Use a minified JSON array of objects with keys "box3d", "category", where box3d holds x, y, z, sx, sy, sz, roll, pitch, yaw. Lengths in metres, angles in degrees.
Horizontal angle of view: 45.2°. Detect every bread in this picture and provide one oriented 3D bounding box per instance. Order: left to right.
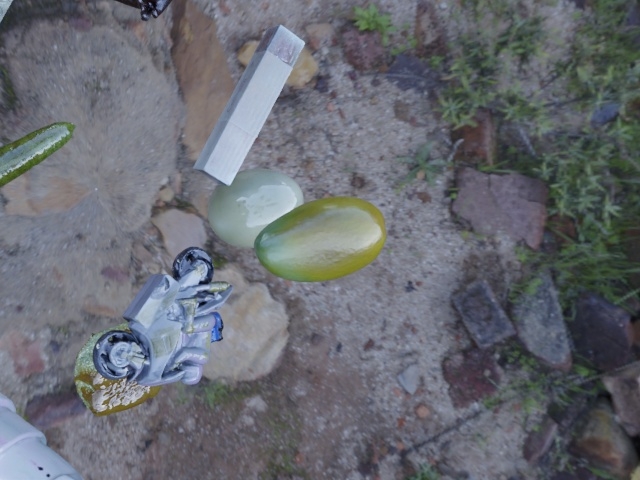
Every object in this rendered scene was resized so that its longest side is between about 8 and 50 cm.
[{"box3d":[-0.302,0.189,1.168,0.140,0.069,0.127,-16,115,-42],"category":"bread"}]

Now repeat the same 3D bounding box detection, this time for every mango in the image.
[{"box3d":[0.000,0.000,1.118,0.195,0.092,0.130,-7,127,-12],"category":"mango"}]

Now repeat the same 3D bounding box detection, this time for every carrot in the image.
[{"box3d":[-0.592,-0.118,1.361,0.359,0.074,0.074,-37,103,-22],"category":"carrot"}]

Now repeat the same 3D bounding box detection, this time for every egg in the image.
[{"box3d":[-0.154,-0.080,1.841,0.254,0.188,0.188,-18,101,29],"category":"egg"}]

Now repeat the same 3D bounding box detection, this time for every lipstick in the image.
[{"box3d":[-0.160,-0.303,1.726,0.080,0.076,0.371,32,81,-30],"category":"lipstick"}]

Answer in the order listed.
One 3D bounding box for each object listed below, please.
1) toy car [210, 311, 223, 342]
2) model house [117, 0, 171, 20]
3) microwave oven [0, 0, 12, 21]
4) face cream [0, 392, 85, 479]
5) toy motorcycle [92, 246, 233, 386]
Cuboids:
[{"box3d":[-0.280,0.202,1.787,0.103,0.216,0.063,-10,94,-5],"category":"toy car"},{"box3d":[-0.225,-0.387,0.932,0.164,0.141,0.203,27,64,-17],"category":"model house"},{"box3d":[-0.781,-0.586,1.624,0.241,0.194,0.145,18,129,-38],"category":"microwave oven"},{"box3d":[-0.316,0.109,0.542,0.346,0.102,0.102,30,84,13],"category":"face cream"},{"box3d":[-0.199,0.125,1.056,0.225,0.073,0.152,-51,120,-30],"category":"toy motorcycle"}]
